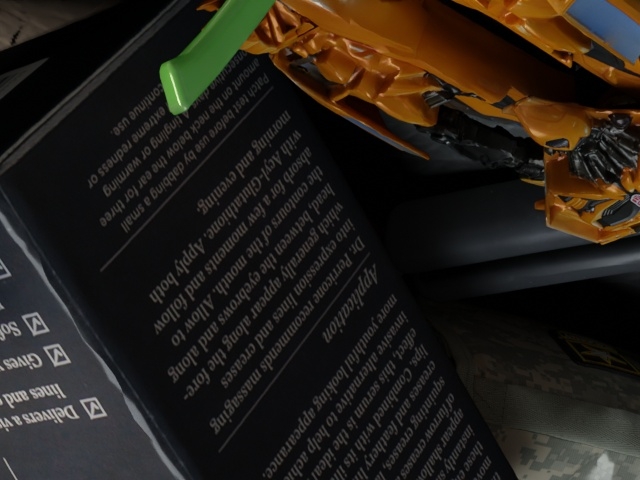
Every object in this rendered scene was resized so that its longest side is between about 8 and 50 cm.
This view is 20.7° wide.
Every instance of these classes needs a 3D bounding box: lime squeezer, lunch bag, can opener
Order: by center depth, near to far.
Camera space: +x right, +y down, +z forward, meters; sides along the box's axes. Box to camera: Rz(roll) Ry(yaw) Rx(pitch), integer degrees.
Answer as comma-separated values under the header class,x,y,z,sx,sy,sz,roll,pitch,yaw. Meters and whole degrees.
class,x,y,z,sx,sy,sz,roll,pitch,yaw
lime squeezer,0.067,-0.146,0.676,0.310,0.110,0.059,-19,169,-27
can opener,0.169,0.007,0.970,0.283,0.095,0.076,-11,146,29
lunch bag,0.137,0.142,1.171,0.235,0.169,0.287,17,158,-17

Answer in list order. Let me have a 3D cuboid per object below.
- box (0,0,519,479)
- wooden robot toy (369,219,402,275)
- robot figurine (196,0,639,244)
class,x,y,z,sx,sy,sz,roll,pitch,yaw
box,-0.109,0.098,0.961,0.293,0.212,0.395,-12,117,39
wooden robot toy,0.000,0.000,1.076,0.076,0.079,0.173,-41,157,12
robot figurine,0.097,-0.085,0.827,0.291,0.085,0.211,27,149,-30
